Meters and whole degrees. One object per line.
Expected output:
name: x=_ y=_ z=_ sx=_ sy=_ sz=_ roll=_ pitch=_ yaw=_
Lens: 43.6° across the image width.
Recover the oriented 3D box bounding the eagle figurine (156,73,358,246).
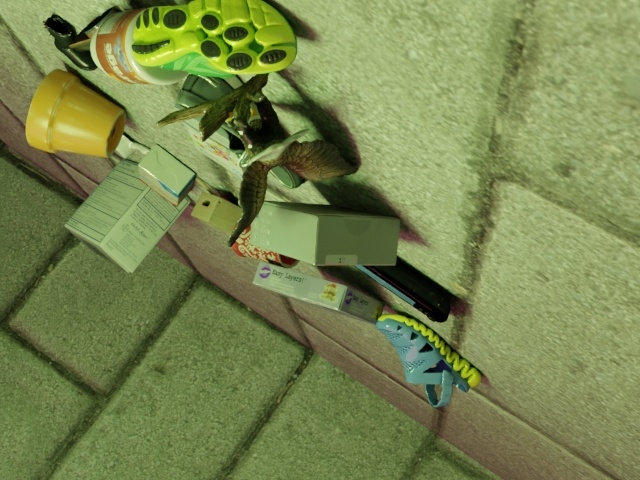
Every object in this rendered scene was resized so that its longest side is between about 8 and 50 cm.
eagle figurine: x=-0.080 y=-0.128 z=1.282 sx=0.226 sy=0.225 sz=0.298 roll=1 pitch=138 yaw=25

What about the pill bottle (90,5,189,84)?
pill bottle: x=-0.300 y=-0.318 z=1.320 sx=0.121 sy=0.121 sz=0.216 roll=45 pitch=164 yaw=-33

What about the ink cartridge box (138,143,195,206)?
ink cartridge box: x=-0.421 y=-0.170 z=2.192 sx=0.134 sy=0.078 sz=0.231 roll=37 pitch=167 yaw=-4

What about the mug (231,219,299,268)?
mug: x=-0.139 y=-0.002 z=2.008 sx=0.169 sy=0.113 sz=0.150 roll=18 pitch=160 yaw=43

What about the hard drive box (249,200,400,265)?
hard drive box: x=0.004 y=-0.016 z=1.479 sx=0.181 sy=0.089 sz=0.232 roll=1 pitch=-173 yaw=-33

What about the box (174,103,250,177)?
box: x=-0.214 y=-0.209 z=1.650 sx=0.145 sy=0.038 sz=0.186 roll=33 pitch=167 yaw=14

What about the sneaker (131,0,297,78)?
sneaker: x=-0.139 y=-0.286 z=1.130 sx=0.295 sy=0.109 sz=0.123 roll=14 pitch=-169 yaw=38

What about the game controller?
game controller: x=0.133 y=0.074 z=1.689 sx=0.319 sy=0.067 sz=0.166 roll=35 pitch=166 yaw=7

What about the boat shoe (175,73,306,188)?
boat shoe: x=-0.137 y=-0.182 z=1.420 sx=0.116 sy=0.099 sz=0.319 roll=21 pitch=160 yaw=45

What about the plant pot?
plant pot: x=-0.596 y=-0.297 z=1.992 sx=0.188 sy=0.205 sz=0.205 roll=21 pitch=166 yaw=-1

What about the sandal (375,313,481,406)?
sandal: x=0.258 y=0.305 z=2.009 sx=0.317 sy=0.138 sz=0.126 roll=40 pitch=168 yaw=-10

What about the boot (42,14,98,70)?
boot: x=-0.530 y=-0.421 z=1.704 sx=0.121 sy=0.045 sz=0.099 roll=35 pitch=163 yaw=5

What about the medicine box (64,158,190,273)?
medicine box: x=-0.588 y=-0.082 z=2.438 sx=0.263 sy=0.289 sz=0.149 roll=21 pitch=157 yaw=48

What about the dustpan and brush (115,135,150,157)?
dustpan and brush: x=-0.545 y=-0.269 z=2.237 sx=0.211 sy=0.060 sz=0.147 roll=35 pitch=169 yaw=33

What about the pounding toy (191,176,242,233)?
pounding toy: x=-0.267 y=-0.087 z=2.101 sx=0.130 sy=0.100 sz=0.141 roll=28 pitch=175 yaw=-34

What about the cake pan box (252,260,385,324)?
cake pan box: x=-0.004 y=0.133 z=1.994 sx=0.267 sy=0.070 sz=0.246 roll=14 pitch=171 yaw=31

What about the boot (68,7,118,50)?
boot: x=-0.400 y=-0.361 z=1.507 sx=0.106 sy=0.082 sz=0.219 roll=46 pitch=162 yaw=-25
